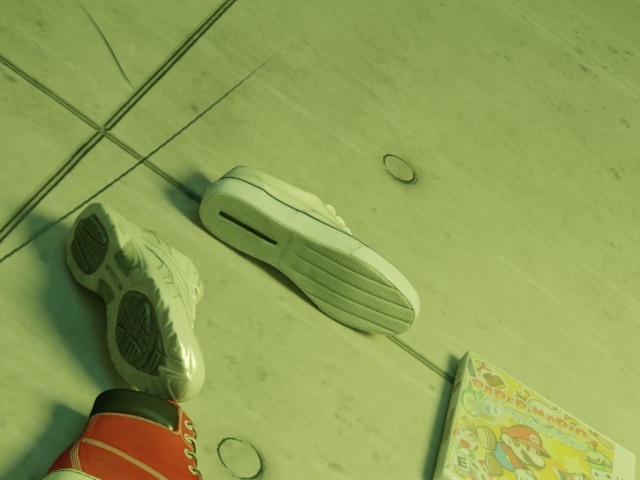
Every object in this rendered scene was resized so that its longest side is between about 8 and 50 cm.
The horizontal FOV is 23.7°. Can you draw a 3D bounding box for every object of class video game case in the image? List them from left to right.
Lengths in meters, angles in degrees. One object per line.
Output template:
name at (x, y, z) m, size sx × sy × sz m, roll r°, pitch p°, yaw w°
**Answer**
video game case at (0.228, 0.237, 1.587) m, size 0.227 × 0.026 × 0.206 m, roll 32°, pitch 34°, yaw -7°

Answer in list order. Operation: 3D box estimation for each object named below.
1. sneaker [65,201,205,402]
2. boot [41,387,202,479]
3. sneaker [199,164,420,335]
sneaker at (-0.143, 0.056, 1.406) m, size 0.115 × 0.090 × 0.232 m, roll 12°, pitch 36°, yaw -42°
boot at (-0.099, 0.219, 1.264) m, size 0.244 × 0.088 × 0.176 m, roll 32°, pitch 33°, yaw -2°
sneaker at (0.000, 0.000, 1.600) m, size 0.258 × 0.094 × 0.091 m, roll 35°, pitch 38°, yaw -3°
